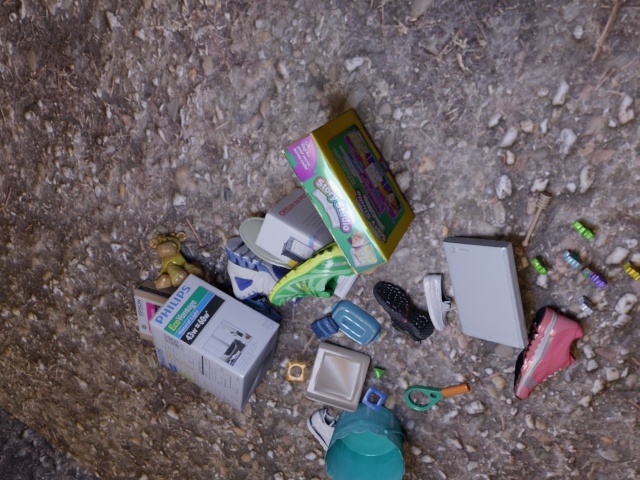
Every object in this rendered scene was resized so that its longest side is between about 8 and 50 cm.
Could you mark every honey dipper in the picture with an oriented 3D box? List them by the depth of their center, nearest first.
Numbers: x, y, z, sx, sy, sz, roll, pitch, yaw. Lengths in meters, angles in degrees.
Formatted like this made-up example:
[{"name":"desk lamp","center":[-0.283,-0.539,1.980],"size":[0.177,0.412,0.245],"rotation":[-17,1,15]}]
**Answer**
[{"name":"honey dipper","center":[0.564,-0.052,1.385],"size":[0.031,0.030,0.160],"rotation":[21,122,14]}]

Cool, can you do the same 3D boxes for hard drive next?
[{"name":"hard drive","center":[0.461,0.143,1.475],"size":[0.203,0.040,0.307],"rotation":[7,120,50]}]

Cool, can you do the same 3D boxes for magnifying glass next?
[{"name":"magnifying glass","center":[0.383,0.509,1.741],"size":[0.231,0.026,0.092],"rotation":[-25,102,31]}]

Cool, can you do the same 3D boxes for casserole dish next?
[{"name":"casserole dish","center":[0.111,0.277,1.745],"size":[0.188,0.037,0.114],"rotation":[36,123,6]}]

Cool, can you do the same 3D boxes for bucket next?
[{"name":"bucket","center":[0.161,0.713,1.818],"size":[0.281,0.183,0.281],"rotation":[4,111,10]}]

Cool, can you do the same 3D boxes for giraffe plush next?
[{"name":"giraffe plush","center":[-0.526,0.061,1.877],"size":[0.210,0.181,0.170],"rotation":[6,110,60]}]

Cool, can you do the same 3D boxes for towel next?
[{"name":"towel","center":[0.012,0.295,1.778],"size":[0.067,0.029,0.119],"rotation":[50,146,-3]}]

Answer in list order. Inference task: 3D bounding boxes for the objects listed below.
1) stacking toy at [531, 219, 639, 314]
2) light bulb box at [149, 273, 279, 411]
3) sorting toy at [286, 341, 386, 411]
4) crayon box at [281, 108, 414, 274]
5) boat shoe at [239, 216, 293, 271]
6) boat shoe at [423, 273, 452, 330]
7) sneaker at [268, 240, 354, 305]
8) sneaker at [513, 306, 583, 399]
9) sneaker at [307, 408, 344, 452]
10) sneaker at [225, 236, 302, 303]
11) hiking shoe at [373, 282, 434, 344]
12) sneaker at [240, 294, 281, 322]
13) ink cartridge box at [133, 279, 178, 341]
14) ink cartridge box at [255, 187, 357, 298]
[{"name":"stacking toy","center":[0.692,0.071,1.378],"size":[0.221,0.052,0.167],"rotation":[41,122,4]},{"name":"light bulb box","center":[-0.362,0.361,1.823],"size":[0.361,0.225,0.358],"rotation":[29,145,9]},{"name":"sorting toy","center":[0.058,0.462,1.795],"size":[0.348,0.047,0.195],"rotation":[16,81,5]},{"name":"crayon box","center":[0.089,-0.140,1.387],"size":[0.106,0.313,0.362],"rotation":[-25,101,32]},{"name":"boat shoe","center":[-0.100,0.036,1.684],"size":[0.340,0.113,0.127],"rotation":[22,78,4]},{"name":"boat shoe","center":[0.360,0.185,1.578],"size":[0.063,0.066,0.184],"rotation":[-9,100,29]},{"name":"sneaker","center":[-0.027,0.116,1.416],"size":[0.296,0.109,0.123],"rotation":[-34,93,33]},{"name":"sneaker","center":[0.641,0.344,1.491],"size":[0.136,0.116,0.313],"rotation":[17,120,14]},{"name":"sneaker","center":[0.055,0.734,1.967],"size":[0.095,0.090,0.235],"rotation":[-39,98,18]},{"name":"sneaker","center":[-0.194,0.134,1.774],"size":[0.316,0.127,0.182],"rotation":[30,126,17]},{"name":"hiking shoe","center":[0.239,0.231,1.632],"size":[0.227,0.086,0.114],"rotation":[46,146,17]},{"name":"sneaker","center":[-0.205,0.233,1.852],"size":[0.162,0.063,0.073],"rotation":[33,120,6]},{"name":"ink cartridge box","center":[-0.613,0.289,2.048],"size":[0.193,0.088,0.234],"rotation":[11,119,18]},{"name":"ink cartridge box","center":[0.000,0.000,1.549],"size":[0.306,0.226,0.131],"rotation":[31,123,9]}]
